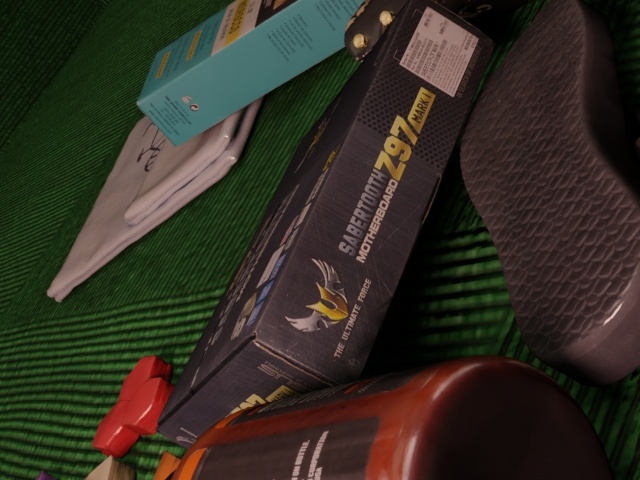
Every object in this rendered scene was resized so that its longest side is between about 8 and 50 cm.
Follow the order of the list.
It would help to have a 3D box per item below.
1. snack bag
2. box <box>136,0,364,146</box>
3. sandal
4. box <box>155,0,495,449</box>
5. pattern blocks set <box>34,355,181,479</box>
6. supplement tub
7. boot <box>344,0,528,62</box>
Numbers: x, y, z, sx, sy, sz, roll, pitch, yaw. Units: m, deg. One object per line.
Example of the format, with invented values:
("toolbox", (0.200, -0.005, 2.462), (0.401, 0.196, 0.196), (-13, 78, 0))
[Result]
("snack bag", (-0.159, -0.119, 1.181), (0.342, 0.037, 0.323), (-33, 29, 39))
("box", (-0.052, -0.185, 0.982), (0.244, 0.060, 0.100), (-27, 32, 26))
("sandal", (0.116, -0.027, 0.494), (0.097, 0.054, 0.254), (-49, 22, 33))
("box", (0.000, 0.000, 0.606), (0.233, 0.059, 0.183), (-64, 9, -29))
("pattern blocks set", (-0.175, 0.231, 0.687), (0.285, 0.026, 0.325), (-48, 23, 8))
("supplement tub", (0.008, 0.108, 0.415), (0.198, 0.106, 0.106), (-22, 37, 51))
("boot", (0.092, -0.156, 0.678), (0.178, 0.085, 0.236), (-42, 13, 27))
